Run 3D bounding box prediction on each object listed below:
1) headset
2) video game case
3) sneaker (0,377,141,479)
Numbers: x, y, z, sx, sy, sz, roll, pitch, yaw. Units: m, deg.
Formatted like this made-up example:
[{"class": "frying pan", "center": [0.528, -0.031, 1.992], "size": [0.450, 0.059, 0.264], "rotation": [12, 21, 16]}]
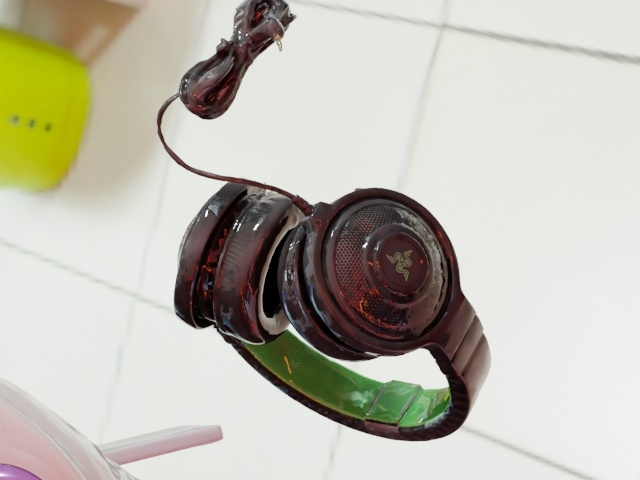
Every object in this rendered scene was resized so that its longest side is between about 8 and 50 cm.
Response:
[{"class": "headset", "center": [0.000, 0.000, 1.377], "size": [0.243, 0.394, 0.185], "rotation": [5, 52, 38]}, {"class": "video game case", "center": [-0.190, 0.210, 1.740], "size": [0.143, 0.157, 0.019], "rotation": [162, 95, -70]}, {"class": "sneaker", "center": [-0.100, 0.180, 0.868], "size": [0.114, 0.305, 0.152], "rotation": [-34, 13, 15]}]
